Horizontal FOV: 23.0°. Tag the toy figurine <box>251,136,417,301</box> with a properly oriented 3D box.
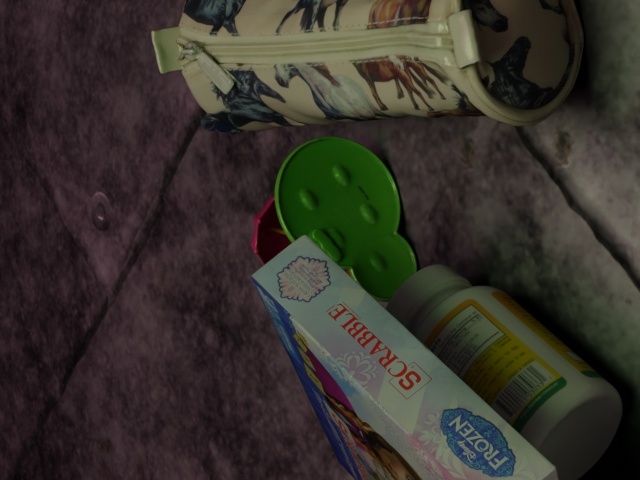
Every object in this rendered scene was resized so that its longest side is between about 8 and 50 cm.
[{"bbox_3d":[0.000,0.000,1.545,0.173,0.130,0.159,53,152,-3],"label":"toy figurine"}]

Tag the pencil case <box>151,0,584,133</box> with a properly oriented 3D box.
[{"bbox_3d":[0.039,-0.175,1.385,0.410,0.183,0.160,3,112,50],"label":"pencil case"}]

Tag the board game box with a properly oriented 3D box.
[{"bbox_3d":[0.093,0.190,1.336,0.318,0.066,0.319,42,164,38],"label":"board game box"}]

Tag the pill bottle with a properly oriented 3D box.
[{"bbox_3d":[0.149,0.112,1.351,0.208,0.117,0.118,43,127,37],"label":"pill bottle"}]
